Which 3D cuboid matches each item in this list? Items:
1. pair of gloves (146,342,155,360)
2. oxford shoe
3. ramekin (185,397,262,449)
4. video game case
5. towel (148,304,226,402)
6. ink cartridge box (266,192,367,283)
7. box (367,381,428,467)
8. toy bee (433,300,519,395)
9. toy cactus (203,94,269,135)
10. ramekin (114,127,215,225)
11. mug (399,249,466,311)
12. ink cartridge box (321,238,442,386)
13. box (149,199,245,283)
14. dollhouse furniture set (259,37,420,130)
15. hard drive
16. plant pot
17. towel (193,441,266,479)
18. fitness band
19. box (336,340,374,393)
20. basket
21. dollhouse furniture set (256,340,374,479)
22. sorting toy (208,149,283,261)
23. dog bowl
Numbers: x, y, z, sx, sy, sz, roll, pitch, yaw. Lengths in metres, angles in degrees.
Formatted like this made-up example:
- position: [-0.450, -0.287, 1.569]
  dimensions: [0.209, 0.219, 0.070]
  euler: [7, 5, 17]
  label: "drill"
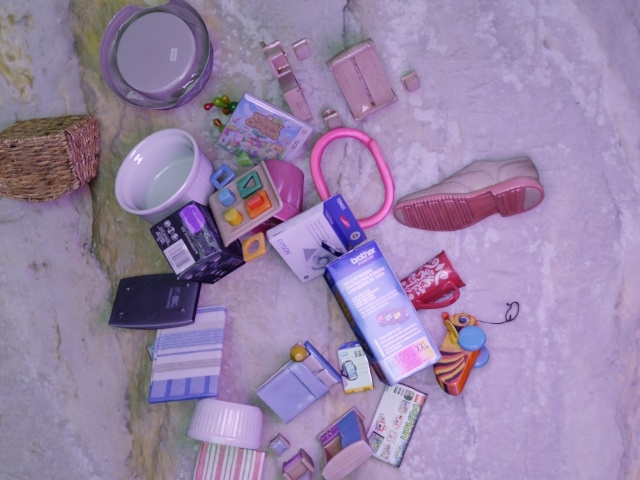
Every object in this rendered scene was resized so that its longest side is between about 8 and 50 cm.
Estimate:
- position: [-0.417, 0.336, 1.978]
  dimensions: [0.159, 0.023, 0.198]
  euler: [-28, 75, 8]
  label: "pair of gloves"
- position: [0.390, -0.128, 1.845]
  dimensions: [0.396, 0.140, 0.147]
  euler: [-9, 51, 14]
  label: "oxford shoe"
- position: [-0.252, 0.491, 1.842]
  dimensions: [0.207, 0.207, 0.109]
  euler: [7, 75, 12]
  label: "ramekin"
- position: [-0.158, -0.290, 1.898]
  dimensions: [0.212, 0.023, 0.193]
  euler: [25, 128, -19]
  label: "video game case"
- position: [-0.366, 0.311, 1.889]
  dimensions: [0.209, 0.034, 0.285]
  euler: [-9, 52, 10]
  label: "towel"
- position: [0.000, 0.000, 1.844]
  dimensions: [0.224, 0.223, 0.045]
  euler: [-29, 47, 7]
  label: "ink cartridge box"
- position: [0.199, 0.488, 1.835]
  dimensions: [0.114, 0.036, 0.207]
  euler: [22, 88, 12]
  label: "box"
- position: [0.369, 0.263, 1.786]
  dimensions: [0.162, 0.298, 0.195]
  euler: [21, 125, 39]
  label: "toy bee"
- position: [-0.226, -0.354, 1.992]
  dimensions: [0.180, 0.112, 0.219]
  euler: [-35, 70, -5]
  label: "toy cactus"
- position: [-0.431, -0.167, 1.939]
  dimensions: [0.277, 0.135, 0.277]
  euler: [-14, 57, 22]
  label: "ramekin"
- position: [0.286, 0.119, 1.810]
  dimensions: [0.169, 0.150, 0.113]
  euler: [-32, 98, 10]
  label: "mug"
- position: [0.132, 0.161, 1.753]
  dimensions: [0.151, 0.270, 0.396]
  euler: [-26, 82, -5]
  label: "ink cartridge box"
- position: [-0.323, 0.012, 1.871]
  dimensions: [0.143, 0.270, 0.165]
  euler: [-32, 78, 6]
  label: "box"
- position: [0.052, -0.497, 1.888]
  dimensions: [0.355, 0.303, 0.174]
  euler: [-26, 42, 5]
  label: "dollhouse furniture set"
- position: [-0.467, 0.178, 1.958]
  dimensions: [0.254, 0.054, 0.172]
  euler: [-5, 55, 12]
  label: "hard drive"
- position: [-0.129, -0.117, 1.900]
  dimensions: [0.201, 0.201, 0.180]
  euler: [10, 70, 12]
  label: "plant pot"
- position: [-0.253, 0.642, 1.911]
  dimensions: [0.197, 0.029, 0.144]
  euler: [10, 86, 9]
  label: "towel"
- position: [0.089, -0.174, 1.909]
  dimensions: [0.208, 0.054, 0.291]
  euler: [-22, 91, 7]
  label: "fitness band"
- position: [0.095, 0.347, 1.877]
  dimensions: [0.081, 0.028, 0.136]
  euler: [-12, 79, 9]
  label: "box"
- position: [-0.832, -0.249, 2.091]
  dimensions: [0.299, 0.223, 0.214]
  euler: [-4, 116, 10]
  label: "basket"
- position: [-0.057, 0.463, 1.755]
  dimensions: [0.286, 0.198, 0.303]
  euler: [-40, 100, 4]
  label: "dollhouse furniture set"
- position: [-0.204, -0.102, 1.775]
  dimensions: [0.196, 0.047, 0.348]
  euler: [-35, 52, 12]
  label: "sorting toy"
- position: [-0.482, -0.553, 2.055]
  dimensions: [0.348, 0.102, 0.349]
  euler: [-1, 84, 11]
  label: "dog bowl"
